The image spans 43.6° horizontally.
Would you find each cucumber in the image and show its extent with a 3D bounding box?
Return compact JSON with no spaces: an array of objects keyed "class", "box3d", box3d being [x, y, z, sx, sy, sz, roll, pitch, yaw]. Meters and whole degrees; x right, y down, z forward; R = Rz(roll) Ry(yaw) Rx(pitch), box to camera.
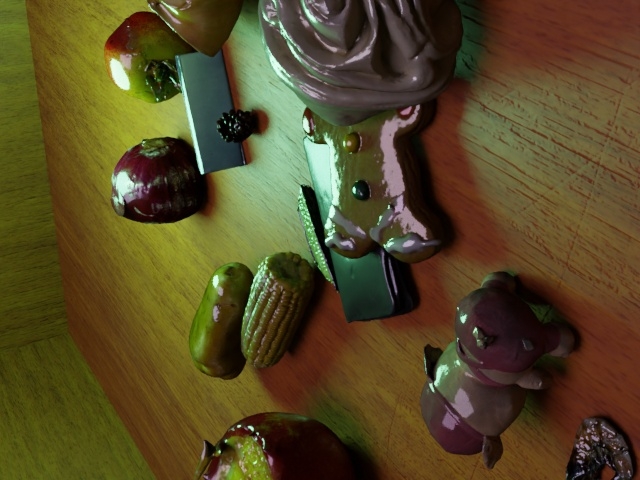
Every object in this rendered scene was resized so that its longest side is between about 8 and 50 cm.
[{"class":"cucumber","box3d":[0.000,0.000,1.562,0.070,0.046,0.220,-32,75,62]}]

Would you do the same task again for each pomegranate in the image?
[{"class":"pomegranate","box3d":[-0.393,-0.417,1.856,0.235,0.210,0.210,-124,33,-43]}]

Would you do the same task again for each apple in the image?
[{"class":"apple","box3d":[-0.260,-0.523,1.545,0.309,0.252,0.314,45,144,22]}]

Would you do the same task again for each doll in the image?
[{"class":"doll","box3d":[0.235,0.185,1.148,0.196,0.152,0.256,-95,23,-61]}]

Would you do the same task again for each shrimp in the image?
[{"class":"shrimp","box3d":[0.374,0.314,1.090,0.091,0.034,0.161,43,138,41]}]

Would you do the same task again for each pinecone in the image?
[{"class":"pinecone","box3d":[-0.178,-0.249,1.713,0.083,0.077,0.077,-27,80,43]}]

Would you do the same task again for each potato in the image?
[{"class":"potato","box3d":[-0.230,0.188,1.901,0.176,0.195,0.369,42,141,23]}]

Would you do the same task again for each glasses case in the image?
[{"class":"glasses case","box3d":[-0.247,-0.289,1.796,0.056,0.105,0.266,-156,54,-76]}]

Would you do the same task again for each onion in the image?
[{"class":"onion","box3d":[-0.421,-0.139,2.041,0.207,0.206,0.216,31,130,50]}]

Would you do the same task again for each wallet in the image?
[{"class":"wallet","box3d":[0.059,-0.040,1.431,0.197,0.051,0.378,-21,84,60]}]

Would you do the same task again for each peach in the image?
[{"class":"peach","box3d":[-0.081,0.556,1.695,0.335,0.310,0.406,16,104,42]}]

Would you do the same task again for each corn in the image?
[{"class":"corn","box3d":[-0.101,0.155,1.722,0.131,0.131,0.345,57,147,26]}]

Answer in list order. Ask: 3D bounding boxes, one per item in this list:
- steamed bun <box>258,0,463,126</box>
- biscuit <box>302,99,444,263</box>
[{"class":"steamed bun","box3d":[0.027,-0.330,1.114,0.324,0.219,0.310,-6,89,45]},{"class":"biscuit","box3d":[0.062,-0.178,1.292,0.283,0.064,0.433,1,100,48]}]
